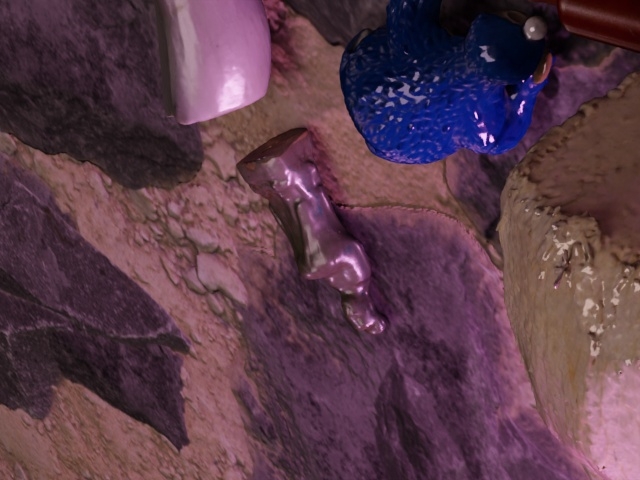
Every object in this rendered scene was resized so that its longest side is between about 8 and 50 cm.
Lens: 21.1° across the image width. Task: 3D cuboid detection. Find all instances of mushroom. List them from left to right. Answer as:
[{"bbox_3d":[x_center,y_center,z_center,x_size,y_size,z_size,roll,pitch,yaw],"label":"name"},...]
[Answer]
[{"bbox_3d":[-0.137,-0.259,1.580,0.159,0.122,0.328,6,121,40],"label":"mushroom"}]

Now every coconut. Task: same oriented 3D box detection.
[{"bbox_3d":[0.270,0.047,1.149,0.297,0.297,0.254,34,149,33],"label":"coconut"}]

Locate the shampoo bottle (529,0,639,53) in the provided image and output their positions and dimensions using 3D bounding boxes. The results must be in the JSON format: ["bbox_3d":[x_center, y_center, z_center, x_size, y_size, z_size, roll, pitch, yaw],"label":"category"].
[{"bbox_3d":[0.244,-0.169,1.176,0.260,0.102,0.064,23,161,41],"label":"shampoo bottle"}]

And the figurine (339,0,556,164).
[{"bbox_3d":[0.093,-0.128,1.373,0.164,0.121,0.262,46,156,2],"label":"figurine"}]

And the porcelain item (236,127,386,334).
[{"bbox_3d":[0.000,0.000,1.670,0.081,0.069,0.215,-12,111,50],"label":"porcelain item"}]
